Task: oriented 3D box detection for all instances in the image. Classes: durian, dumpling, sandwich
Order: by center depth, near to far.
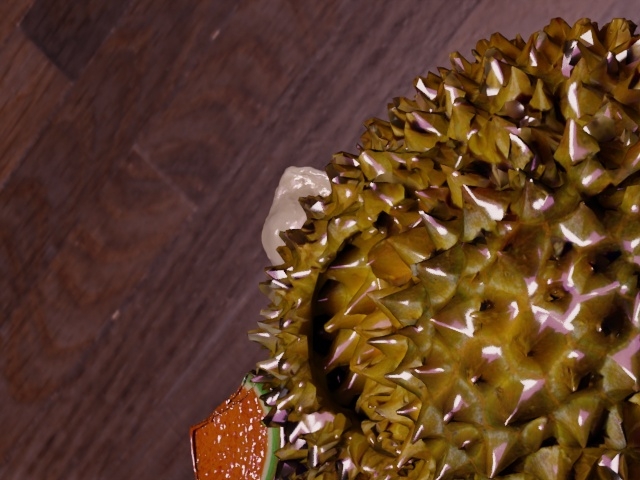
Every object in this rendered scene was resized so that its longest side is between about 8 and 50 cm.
[{"bbox_3d":[0.105,0.023,0.661,0.293,0.258,0.258,-17,82,36],"label":"durian"},{"bbox_3d":[-0.001,0.000,0.807,0.057,0.052,0.076,7,82,37],"label":"dumpling"},{"bbox_3d":[-0.044,0.128,0.843,0.069,0.026,0.101,-9,82,30],"label":"sandwich"}]
